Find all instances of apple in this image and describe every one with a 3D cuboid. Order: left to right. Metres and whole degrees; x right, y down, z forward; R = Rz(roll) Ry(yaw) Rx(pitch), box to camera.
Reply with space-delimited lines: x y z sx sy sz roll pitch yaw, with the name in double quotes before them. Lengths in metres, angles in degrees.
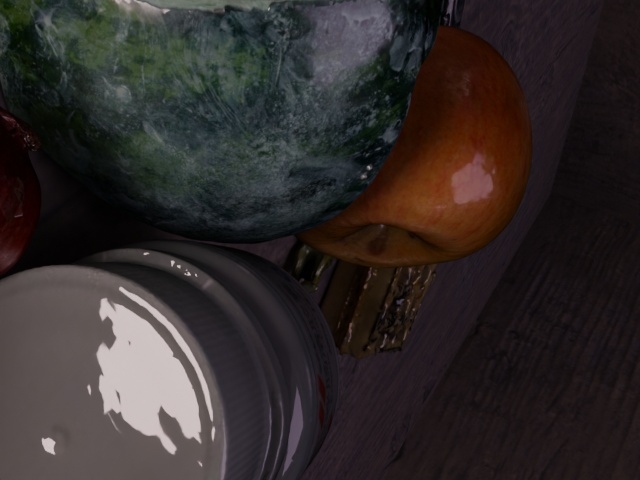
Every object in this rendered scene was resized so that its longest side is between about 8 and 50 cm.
"apple" 0.091 -0.113 0.797 0.299 0.299 0.275 36 59 -67

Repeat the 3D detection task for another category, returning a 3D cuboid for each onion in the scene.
"onion" -0.215 -0.034 0.388 0.131 0.131 0.131 -48 151 -37

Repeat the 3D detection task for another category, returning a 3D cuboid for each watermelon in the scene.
"watermelon" -0.065 -0.114 0.566 0.320 0.213 0.289 -14 142 -4

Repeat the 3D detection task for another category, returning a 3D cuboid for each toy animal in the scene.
"toy animal" 0.000 0.000 0.978 0.136 0.073 0.181 -45 147 -55

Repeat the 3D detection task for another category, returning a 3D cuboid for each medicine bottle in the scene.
"medicine bottle" -0.122 0.121 0.540 0.306 0.245 0.245 14 99 -79

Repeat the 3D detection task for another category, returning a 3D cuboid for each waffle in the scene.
"waffle" 0.134 0.017 1.225 0.261 0.114 0.376 7 106 -67

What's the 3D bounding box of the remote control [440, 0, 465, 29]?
"remote control" 0.186 -0.403 1.015 0.090 0.066 0.265 -51 152 -62
